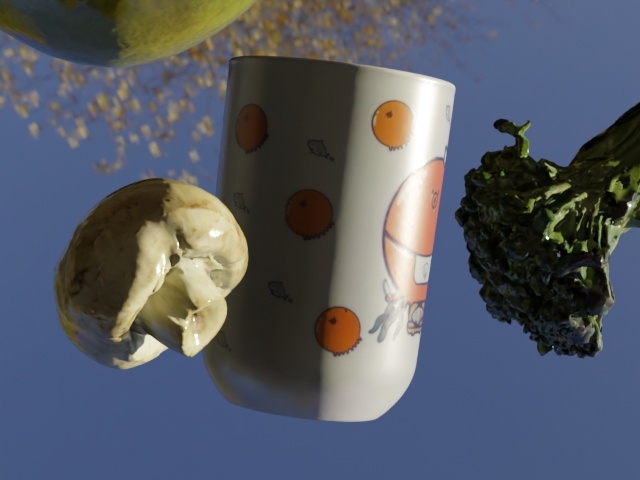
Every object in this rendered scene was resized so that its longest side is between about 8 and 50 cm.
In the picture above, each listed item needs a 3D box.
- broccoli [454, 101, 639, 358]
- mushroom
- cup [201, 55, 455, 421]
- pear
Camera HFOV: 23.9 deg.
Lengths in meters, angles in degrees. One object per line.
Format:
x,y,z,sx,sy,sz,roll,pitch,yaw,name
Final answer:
0.239,-0.053,1.165,0.304,0.165,0.145,-45,-127,-10,broccoli
-0.117,0.025,1.038,0.112,0.148,0.148,35,-114,23,mushroom
0.000,0.000,1.408,0.212,0.212,0.317,8,-88,22,cup
-0.237,-0.372,1.776,0.413,0.352,0.352,-15,-132,6,pear
